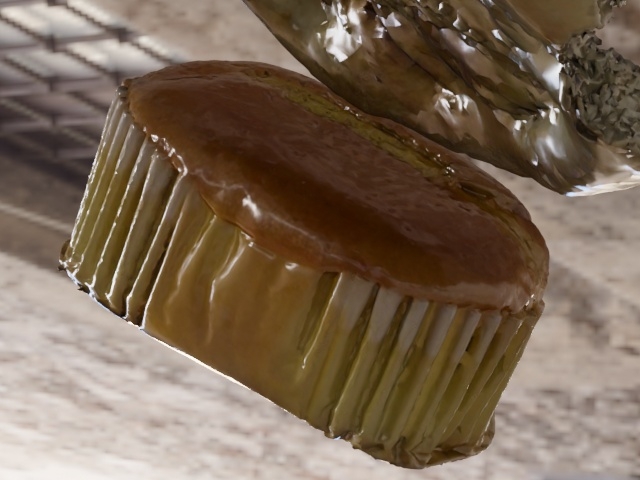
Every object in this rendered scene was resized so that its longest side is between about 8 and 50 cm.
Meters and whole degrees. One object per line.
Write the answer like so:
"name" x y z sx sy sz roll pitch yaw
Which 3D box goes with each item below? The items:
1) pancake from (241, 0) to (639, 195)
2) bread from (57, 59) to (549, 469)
"pancake" 0.016 -0.148 0.876 0.071 0.382 0.382 -47 -51 -8
"bread" 0.000 0.000 1.137 0.204 0.288 0.156 -11 -52 -56
